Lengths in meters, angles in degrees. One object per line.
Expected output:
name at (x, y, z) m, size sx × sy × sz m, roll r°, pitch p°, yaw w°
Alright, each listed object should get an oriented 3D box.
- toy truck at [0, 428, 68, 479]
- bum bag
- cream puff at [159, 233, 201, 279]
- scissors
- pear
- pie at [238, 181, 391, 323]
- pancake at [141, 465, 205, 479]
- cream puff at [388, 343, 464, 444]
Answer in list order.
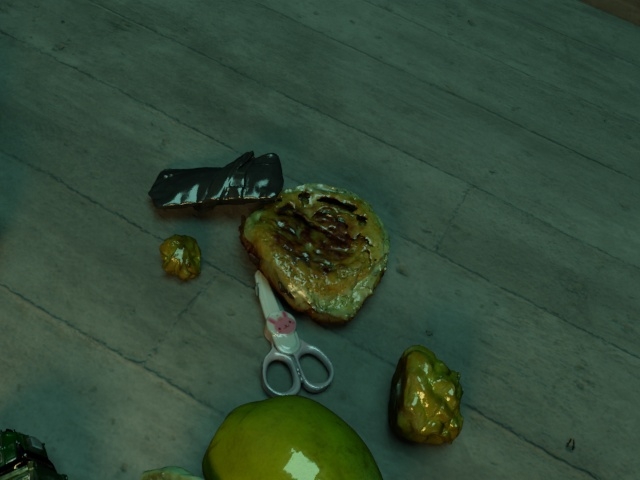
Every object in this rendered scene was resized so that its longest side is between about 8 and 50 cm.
toy truck at (-0.370, 0.353, 0.818) m, size 0.121 × 0.088 × 0.259 m, roll -25°, pitch 56°, yaw 1°
bum bag at (-0.190, -0.102, 1.260) m, size 0.248 × 0.060 × 0.123 m, roll -9°, pitch 44°, yaw 6°
cream puff at (-0.237, 0.023, 1.167) m, size 0.083 × 0.058 × 0.083 m, roll 25°, pitch 48°, yaw 5°
scissors at (-0.064, 0.146, 1.124) m, size 0.118 × 0.031 × 0.242 m, roll -7°, pitch 52°, yaw -23°
pear at (-0.028, 0.317, 0.870) m, size 0.269 × 0.213 × 0.212 m, roll 30°, pitch 50°, yaw 22°
pie at (0.000, 0.001, 1.222) m, size 0.307 × 0.086 × 0.308 m, roll 7°, pitch 46°, yaw -7°
pancake at (-0.187, 0.393, 0.790) m, size 0.253 × 0.037 × 0.254 m, roll -10°, pitch 66°, yaw 22°
cream puff at (0.167, 0.239, 1.033) m, size 0.116 × 0.146 × 0.146 m, roll 15°, pitch 49°, yaw -3°
